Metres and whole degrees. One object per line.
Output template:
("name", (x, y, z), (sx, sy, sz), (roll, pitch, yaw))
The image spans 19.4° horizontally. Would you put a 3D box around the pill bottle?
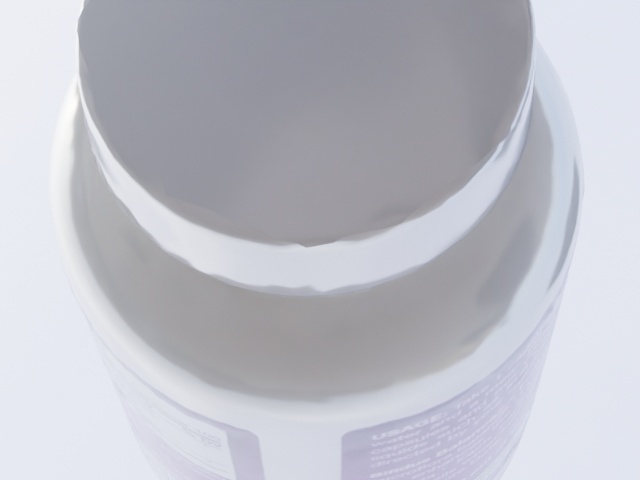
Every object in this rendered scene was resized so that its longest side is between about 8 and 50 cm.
("pill bottle", (0.000, 0.000, 0.636), (0.169, 0.301, 0.169), (0, -112, 1))
